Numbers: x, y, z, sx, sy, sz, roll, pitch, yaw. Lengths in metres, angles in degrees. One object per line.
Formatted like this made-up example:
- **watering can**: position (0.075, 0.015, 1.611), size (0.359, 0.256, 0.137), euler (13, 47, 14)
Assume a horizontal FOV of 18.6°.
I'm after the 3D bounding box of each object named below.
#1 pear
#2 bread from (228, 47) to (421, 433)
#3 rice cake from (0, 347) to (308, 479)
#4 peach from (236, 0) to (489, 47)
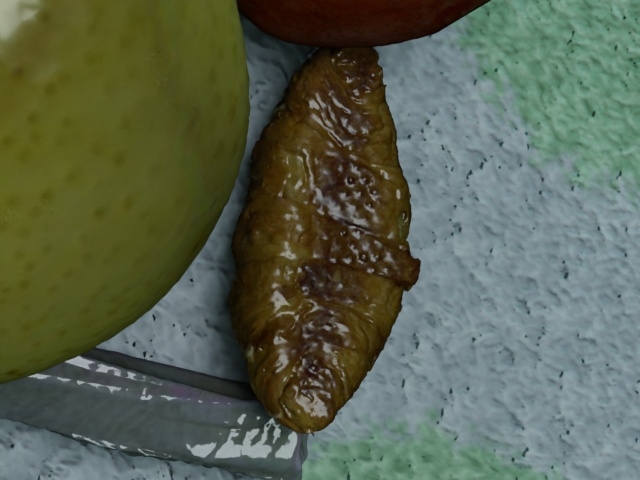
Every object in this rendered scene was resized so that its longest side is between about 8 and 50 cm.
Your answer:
- **pear**: position (-0.197, -0.096, 0.888), size (0.348, 0.348, 0.348), euler (3, 82, -23)
- **bread**: position (0.000, 0.000, 1.099), size (0.105, 0.076, 0.233), euler (15, 70, -23)
- **rice cake**: position (-0.122, 0.081, 1.054), size (0.270, 0.049, 0.055), euler (14, 100, -21)
- **peach**: position (0.044, -0.217, 1.068), size (0.256, 0.232, 0.232), euler (17, 77, -3)
